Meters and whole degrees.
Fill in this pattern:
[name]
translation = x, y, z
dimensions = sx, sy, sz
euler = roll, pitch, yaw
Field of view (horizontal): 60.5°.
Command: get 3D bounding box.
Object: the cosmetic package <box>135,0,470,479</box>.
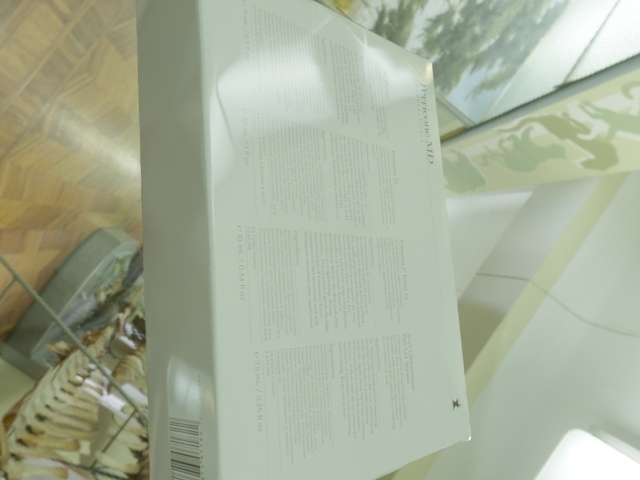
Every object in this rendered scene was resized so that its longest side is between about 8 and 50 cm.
[cosmetic package]
translation = 0.000, 0.000, 0.462
dimensions = 0.097, 0.285, 0.377
euler = -12, -102, 45
